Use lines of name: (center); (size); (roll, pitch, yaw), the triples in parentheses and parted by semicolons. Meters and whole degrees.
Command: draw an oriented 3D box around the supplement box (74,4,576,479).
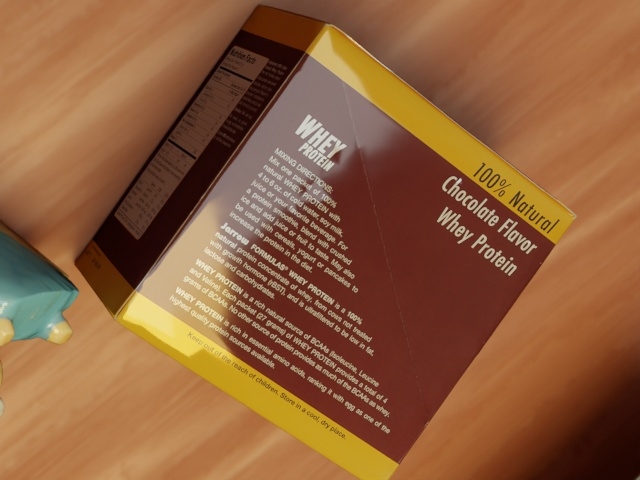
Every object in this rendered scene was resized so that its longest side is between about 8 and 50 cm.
supplement box: (0.000, 0.000, 0.912); (0.191, 0.129, 0.194); (35, 90, -22)

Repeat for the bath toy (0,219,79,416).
bath toy: (-0.278, 0.132, 0.853); (0.129, 0.151, 0.348); (38, 91, 16)

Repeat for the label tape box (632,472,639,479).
label tape box: (0.238, 0.250, 1.041); (0.240, 0.106, 0.334); (-42, 153, -6)
